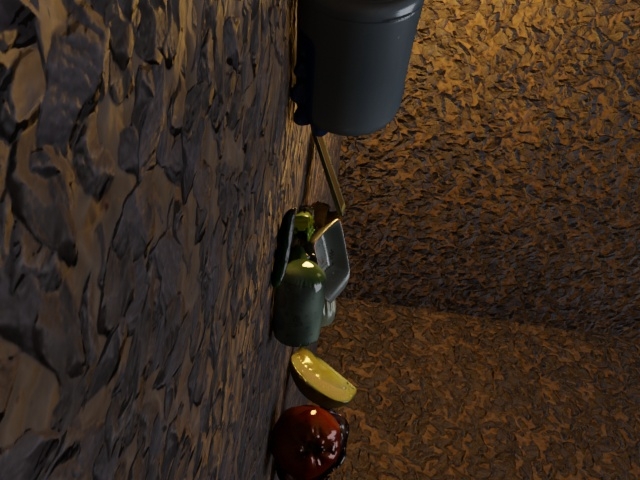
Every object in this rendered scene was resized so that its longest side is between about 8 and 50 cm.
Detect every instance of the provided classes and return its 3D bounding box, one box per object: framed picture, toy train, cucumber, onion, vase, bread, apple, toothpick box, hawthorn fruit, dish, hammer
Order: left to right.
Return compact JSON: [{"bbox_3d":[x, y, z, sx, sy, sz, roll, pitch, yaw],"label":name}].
[{"bbox_3d":[-0.081,0.015,1.373,0.036,0.033,0.185,160,-59,-65],"label":"cucumber"},{"bbox_3d":[-0.050,0.102,1.575,0.336,0.118,0.207,-90,-173,-64],"label":"hammer"},{"bbox_3d":[-0.053,0.602,1.888,0.299,0.211,0.212,119,-18,-68],"label":"hawthorn fruit"},{"bbox_3d":[-0.040,-0.052,1.751,0.250,0.053,0.085,-66,158,-80],"label":"toy train"},{"bbox_3d":[-0.040,0.699,2.139,0.314,0.232,0.314,-54,-179,2],"label":"onion"},{"bbox_3d":[-0.017,0.487,2.148,0.120,0.264,0.193,-59,161,15],"label":"apple"},{"bbox_3d":[-0.010,0.180,2.260,0.128,0.128,0.248,-64,152,-80],"label":"vase"},{"bbox_3d":[0.000,0.001,1.965,0.198,0.120,0.236,94,6,-71],"label":"bread"},{"bbox_3d":[0.014,0.066,1.813,0.154,0.064,0.234,-45,131,-46],"label":"dish"},{"bbox_3d":[0.026,-0.214,1.924,0.217,0.017,0.275,-63,135,-80],"label":"framed picture"},{"bbox_3d":[0.054,-0.364,1.268,0.355,0.262,0.263,95,4,-50],"label":"toothpick box"}]
